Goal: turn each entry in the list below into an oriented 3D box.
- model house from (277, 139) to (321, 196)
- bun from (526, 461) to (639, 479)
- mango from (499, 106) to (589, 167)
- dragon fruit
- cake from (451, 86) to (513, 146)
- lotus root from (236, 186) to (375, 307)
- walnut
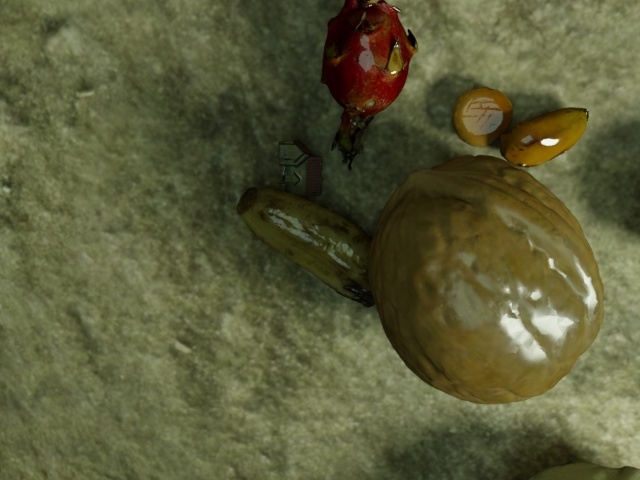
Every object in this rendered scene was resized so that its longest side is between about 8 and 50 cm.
[{"bbox_3d":[-0.029,-0.107,1.083,0.058,0.057,0.083,7,105,15],"label":"model house"},{"bbox_3d":[0.410,0.485,1.075,0.365,0.219,0.365,4,102,20],"label":"bun"},{"bbox_3d":[0.306,-0.140,1.006,0.127,0.077,0.063,-24,76,1],"label":"mango"},{"bbox_3d":[0.056,-0.213,1.021,0.125,0.125,0.246,10,123,-7],"label":"dragon fruit"},{"bbox_3d":[0.225,-0.172,1.028,0.084,0.044,0.084,2,103,10],"label":"cake"},{"bbox_3d":[0.000,0.000,1.076,0.258,0.097,0.110,34,143,-11],"label":"lotus root"},{"bbox_3d":[0.207,0.048,0.958,0.332,0.333,0.333,2,105,9],"label":"walnut"}]
